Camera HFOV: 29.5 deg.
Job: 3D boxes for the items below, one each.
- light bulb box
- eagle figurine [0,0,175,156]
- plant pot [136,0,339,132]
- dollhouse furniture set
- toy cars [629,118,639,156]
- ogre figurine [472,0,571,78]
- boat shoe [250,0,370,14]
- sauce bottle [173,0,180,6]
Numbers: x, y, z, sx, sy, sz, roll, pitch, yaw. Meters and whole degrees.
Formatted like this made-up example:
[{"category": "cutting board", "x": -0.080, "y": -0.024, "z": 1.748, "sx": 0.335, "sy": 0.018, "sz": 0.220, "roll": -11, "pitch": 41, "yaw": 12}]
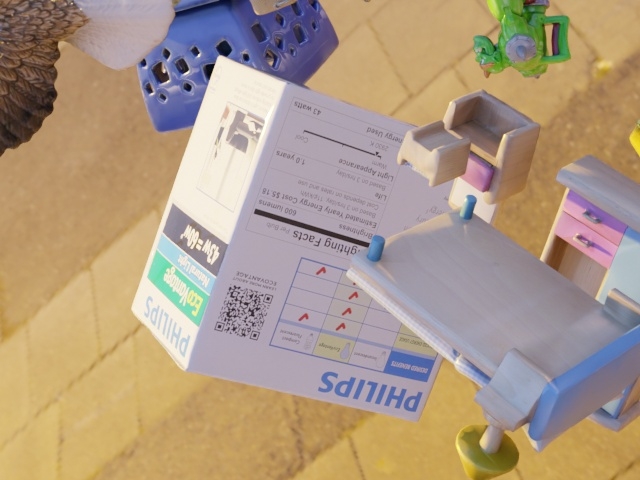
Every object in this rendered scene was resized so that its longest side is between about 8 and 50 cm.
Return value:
[{"category": "light bulb box", "x": 0.000, "y": 0.000, "z": 1.558, "sx": 0.225, "sy": 0.358, "sz": 0.361, "roll": 33, "pitch": 104, "yaw": 60}, {"category": "eagle figurine", "x": -0.289, "y": -0.171, "z": 0.929, "sx": 0.225, "sy": 0.226, "sz": 0.298, "roll": -25, "pitch": 14, "yaw": 49}, {"category": "plant pot", "x": -0.143, "y": -0.312, "z": 1.775, "sx": 0.236, "sy": 0.212, "sz": 0.236, "roll": -7, "pitch": 30, "yaw": 31}, {"category": "dollhouse furniture set", "x": 0.119, "y": 0.061, "z": 0.968, "sx": 0.286, "sy": 0.303, "sz": 0.198, "roll": 37, "pitch": 131, "yaw": 29}, {"category": "toy cars", "x": 0.365, "y": -0.028, "z": 1.253, "sx": 0.087, "sy": 0.176, "sz": 0.394, "roll": -56, "pitch": -9, "yaw": 34}, {"category": "ogre figurine", "x": 0.197, "y": -0.228, "z": 1.223, "sx": 0.097, "sy": 0.118, "sz": 0.197, "roll": -13, "pitch": -4, "yaw": -3}, {"category": "boat shoe", "x": 0.030, "y": -0.221, "z": 0.941, "sx": 0.190, "sy": 0.072, "sz": 0.068, "roll": -16, "pitch": 20, "yaw": -5}, {"category": "sauce bottle", "x": -0.238, "y": -0.351, "z": 1.430, "sx": 0.111, "sy": 0.111, "sz": 0.344, "roll": -47, "pitch": 29, "yaw": 4}]
